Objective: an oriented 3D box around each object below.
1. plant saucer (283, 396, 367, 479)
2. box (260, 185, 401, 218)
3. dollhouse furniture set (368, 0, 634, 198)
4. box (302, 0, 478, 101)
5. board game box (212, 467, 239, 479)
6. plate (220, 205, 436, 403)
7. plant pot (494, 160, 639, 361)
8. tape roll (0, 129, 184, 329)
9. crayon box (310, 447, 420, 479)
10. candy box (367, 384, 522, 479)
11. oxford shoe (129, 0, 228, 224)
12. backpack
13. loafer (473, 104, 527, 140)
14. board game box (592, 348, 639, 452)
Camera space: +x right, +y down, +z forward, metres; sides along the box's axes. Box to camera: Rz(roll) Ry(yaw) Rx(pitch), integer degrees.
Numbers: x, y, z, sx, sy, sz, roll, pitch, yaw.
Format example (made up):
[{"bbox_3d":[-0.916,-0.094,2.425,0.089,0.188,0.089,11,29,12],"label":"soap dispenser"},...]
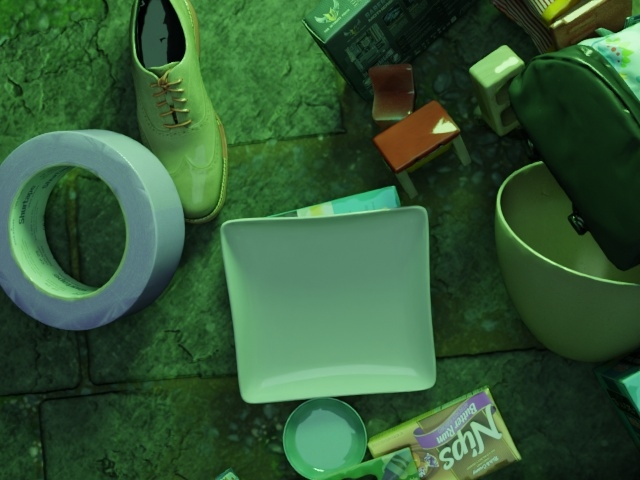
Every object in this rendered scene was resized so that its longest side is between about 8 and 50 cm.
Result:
[{"bbox_3d":[0.007,0.281,1.630,0.119,0.021,0.119,0,87,7],"label":"plant saucer"},{"bbox_3d":[0.000,0.000,1.624,0.244,0.060,0.101,-14,86,5],"label":"box"},{"bbox_3d":[0.208,-0.255,1.520,0.374,0.152,0.201,-32,57,-1],"label":"dollhouse furniture set"},{"bbox_3d":[0.104,-0.318,1.565,0.232,0.183,0.059,-43,63,3],"label":"box"},{"bbox_3d":[-0.093,0.414,1.577,0.035,0.136,0.201,-35,85,4],"label":"board game box"},{"bbox_3d":[0.014,0.086,1.583,0.277,0.045,0.278,-5,111,1],"label":"plate"},{"bbox_3d":[0.355,0.046,1.504,0.284,0.284,0.191,11,125,6],"label":"plant pot"},{"bbox_3d":[-0.331,-0.017,1.611,0.274,0.090,0.275,2,97,20],"label":"tape roll"},{"bbox_3d":[0.081,0.468,1.550,0.203,0.083,0.323,-20,97,5],"label":"crayon box"},{"bbox_3d":[0.172,0.289,1.597,0.186,0.053,0.109,-25,87,6],"label":"candy box"},{"bbox_3d":[-0.214,-0.194,1.621,0.123,0.130,0.348,-14,86,4],"label":"oxford shoe"},{"bbox_3d":[0.464,-0.158,1.421,0.355,0.273,0.290,-10,64,-37],"label":"backpack"},{"bbox_3d":[0.347,-0.171,1.574,0.268,0.102,0.092,16,86,10],"label":"loafer"},{"bbox_3d":[0.480,0.300,1.462,0.079,0.254,0.336,-29,85,3],"label":"board game box"}]
